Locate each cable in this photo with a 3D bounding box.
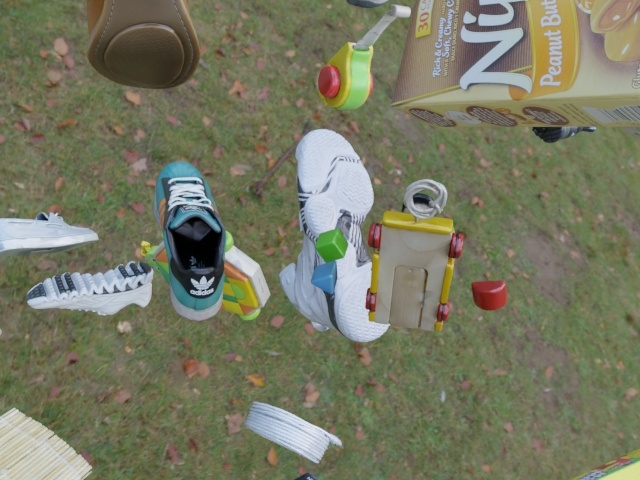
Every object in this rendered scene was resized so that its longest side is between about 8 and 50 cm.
[{"bbox_3d":[-0.099,0.560,1.605,0.257,0.257,0.089,39,65,-32],"label":"cable"}]

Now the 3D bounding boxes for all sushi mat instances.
[{"bbox_3d":[-0.445,0.333,0.653,0.152,0.019,0.316,31,28,13],"label":"sushi mat"}]

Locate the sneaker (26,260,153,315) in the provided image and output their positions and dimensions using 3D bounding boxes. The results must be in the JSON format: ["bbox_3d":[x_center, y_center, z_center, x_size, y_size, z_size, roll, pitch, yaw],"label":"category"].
[{"bbox_3d":[-0.560,0.138,1.352,0.292,0.118,0.110,-8,30,-25],"label":"sneaker"}]

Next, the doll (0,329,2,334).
[{"bbox_3d":[-0.531,0.110,0.812,0.046,0.189,0.129,-38,121,-7],"label":"doll"}]

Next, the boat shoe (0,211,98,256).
[{"bbox_3d":[-0.545,-0.019,1.096,0.227,0.079,0.081,-8,81,-65],"label":"boat shoe"}]

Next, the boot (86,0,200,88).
[{"bbox_3d":[-0.179,-0.289,0.506,0.109,0.283,0.220,-6,76,-5],"label":"boot"}]

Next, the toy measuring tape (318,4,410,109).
[{"bbox_3d":[0.085,-0.356,1.147,0.122,0.330,0.121,7,76,-27],"label":"toy measuring tape"}]

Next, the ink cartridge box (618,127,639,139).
[{"bbox_3d":[0.471,-0.133,0.652,0.154,0.093,0.212,34,20,6],"label":"ink cartridge box"}]

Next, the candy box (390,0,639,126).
[{"bbox_3d":[0.229,-0.212,0.545,0.088,0.317,0.182,13,91,-41],"label":"candy box"}]

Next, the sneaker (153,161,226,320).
[{"bbox_3d":[-0.201,-0.031,0.870,0.108,0.121,0.302,-4,54,-23],"label":"sneaker"}]

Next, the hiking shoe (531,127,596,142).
[{"bbox_3d":[0.461,-0.294,1.117,0.114,0.086,0.226,-9,64,-19],"label":"hiking shoe"}]

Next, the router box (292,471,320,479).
[{"bbox_3d":[0.014,0.292,0.488,0.179,0.046,0.133,22,10,32],"label":"router box"}]

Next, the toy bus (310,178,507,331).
[{"bbox_3d":[0.109,0.011,0.643,0.191,0.202,0.104,43,37,-20],"label":"toy bus"}]

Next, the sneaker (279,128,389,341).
[{"bbox_3d":[0.000,0.000,0.979,0.138,0.210,0.365,-13,88,-30],"label":"sneaker"}]

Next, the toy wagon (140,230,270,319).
[{"bbox_3d":[-0.287,0.073,1.284,0.345,0.267,0.068,10,50,21],"label":"toy wagon"}]

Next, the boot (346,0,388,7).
[{"bbox_3d":[0.112,-0.472,0.795,0.085,0.178,0.236,26,59,28],"label":"boot"}]

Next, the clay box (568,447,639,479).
[{"bbox_3d":[0.277,0.287,0.512,0.222,0.053,0.127,-19,72,-10],"label":"clay box"}]
